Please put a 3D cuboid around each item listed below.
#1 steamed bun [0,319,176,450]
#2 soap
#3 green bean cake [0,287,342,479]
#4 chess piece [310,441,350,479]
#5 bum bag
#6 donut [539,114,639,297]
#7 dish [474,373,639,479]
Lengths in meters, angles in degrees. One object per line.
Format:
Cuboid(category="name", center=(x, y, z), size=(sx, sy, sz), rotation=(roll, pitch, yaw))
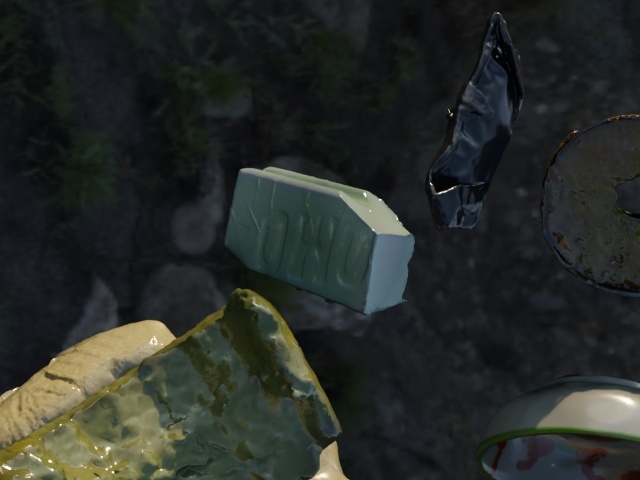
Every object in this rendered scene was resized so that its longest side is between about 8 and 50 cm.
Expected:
Cuboid(category="steamed bun", center=(-0.214, 0.156, 1.182), size=(0.212, 0.110, 0.231), rotation=(-42, 155, -3))
Cuboid(category="soap", center=(0.000, 0.000, 1.621), size=(0.091, 0.231, 0.145), rotation=(-7, 110, -61))
Cuboid(category="green bean cake", center=(-0.122, 0.154, 0.767), size=(0.236, 0.233, 0.124), rotation=(-33, 86, -37))
Cuboid(category="chess piece", center=(0.015, 0.275, 1.092), size=(0.137, 0.301, 0.137), rotation=(-29, 147, -21))
Cuboid(category="bum bag", center=(0.206, -0.146, 1.683), size=(0.137, 0.074, 0.310), rotation=(44, 63, -51))
Cuboid(category="donut", center=(0.428, -0.057, 1.738), size=(0.107, 0.272, 0.272), rotation=(-79, 159, -75))
Cuboid(category="dish", center=(0.371, 0.253, 1.699), size=(0.324, 0.324, 0.124), rotation=(43, 50, -47))
